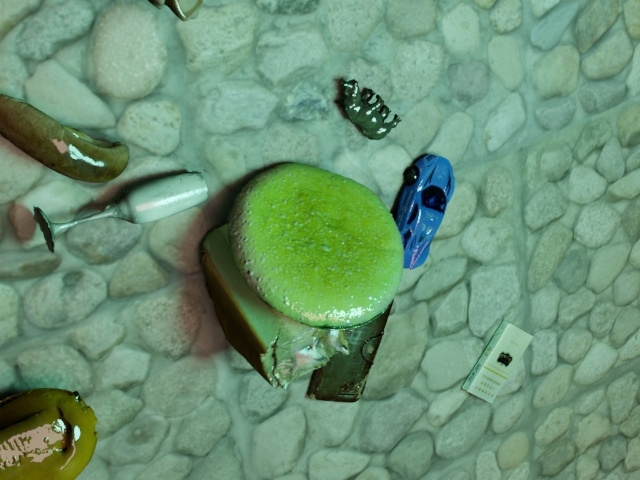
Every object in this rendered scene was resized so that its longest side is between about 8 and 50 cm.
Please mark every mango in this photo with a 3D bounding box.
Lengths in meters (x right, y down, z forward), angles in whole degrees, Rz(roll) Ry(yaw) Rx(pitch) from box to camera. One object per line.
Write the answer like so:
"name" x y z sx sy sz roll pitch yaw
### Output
"mango" -0.446 0.318 1.441 0.248 0.156 0.151 -33 161 -16

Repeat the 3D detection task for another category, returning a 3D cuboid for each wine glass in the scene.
"wine glass" -0.283 -0.050 1.435 0.262 0.074 0.074 -18 119 -28

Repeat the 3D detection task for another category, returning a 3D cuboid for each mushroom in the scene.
"mushroom" -0.352 -0.129 1.342 0.209 0.094 0.072 23 94 -42

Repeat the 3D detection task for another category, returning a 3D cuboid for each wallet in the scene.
"wallet" 0.061 0.190 1.790 0.122 0.031 0.232 8 105 -34

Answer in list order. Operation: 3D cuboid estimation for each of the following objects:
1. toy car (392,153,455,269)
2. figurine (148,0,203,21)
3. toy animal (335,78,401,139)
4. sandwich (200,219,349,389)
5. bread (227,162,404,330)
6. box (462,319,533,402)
"toy car" 0.180 -0.047 1.743 0.103 0.063 0.216 17 101 -37
"figurine" -0.236 -0.421 1.219 0.247 0.177 0.173 36 98 6
"toy animal" 0.073 -0.217 1.608 0.065 0.047 0.135 -47 134 3
"sandwich" -0.071 0.092 1.553 0.155 0.198 0.227 -29 124 -19
"bread" -0.003 0.004 1.526 0.301 0.301 0.045 -14 156 -28
"box" 0.368 0.252 2.025 0.090 0.024 0.167 30 92 -39
